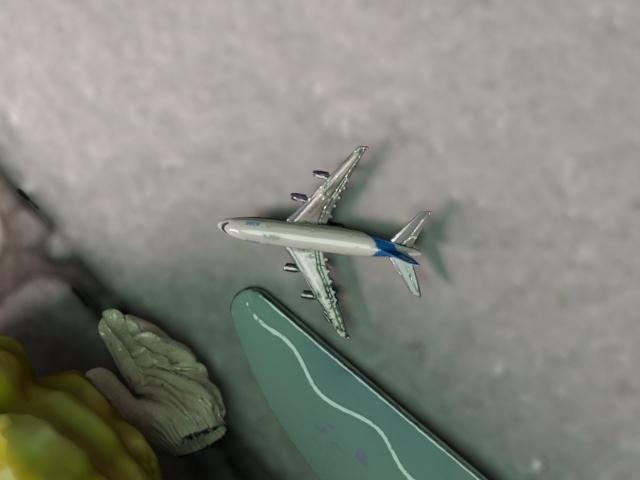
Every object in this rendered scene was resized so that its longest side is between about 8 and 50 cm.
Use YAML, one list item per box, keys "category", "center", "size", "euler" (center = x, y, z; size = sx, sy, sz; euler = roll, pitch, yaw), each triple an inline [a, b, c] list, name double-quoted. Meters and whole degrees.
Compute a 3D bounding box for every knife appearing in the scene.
- category: "knife"
  center: [0.061, 0.113, 0.656]
  size: [0.260, 0.034, 0.063]
  euler: [35, 116, 10]

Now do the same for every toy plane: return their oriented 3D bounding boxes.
- category: "toy plane"
  center: [0.002, 0.000, 0.642]
  size: [0.084, 0.024, 0.078]
  euler: [10, 106, 18]

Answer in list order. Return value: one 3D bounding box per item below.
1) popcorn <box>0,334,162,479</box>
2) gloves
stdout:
- category: "popcorn"
  center: [-0.148, 0.169, 0.610]
  size: [0.258, 0.270, 0.224]
  euler: [27, 154, -18]
- category: "gloves"
  center: [-0.065, 0.062, 0.666]
  size: [0.044, 0.037, 0.081]
  euler: [-30, 84, -8]
